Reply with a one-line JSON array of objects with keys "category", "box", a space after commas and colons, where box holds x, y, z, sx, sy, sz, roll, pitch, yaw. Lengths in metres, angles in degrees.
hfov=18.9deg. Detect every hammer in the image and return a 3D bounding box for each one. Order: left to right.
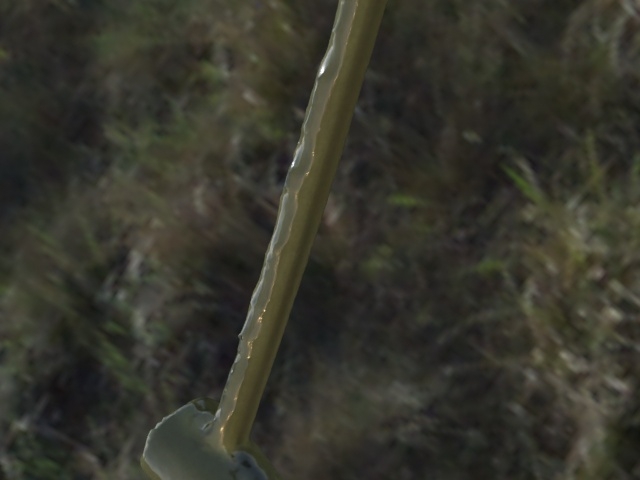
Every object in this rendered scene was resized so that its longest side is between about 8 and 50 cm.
[{"category": "hammer", "box": [0.000, 0.000, 0.483, 0.060, 0.028, 0.195, 37, 125, 32]}]
